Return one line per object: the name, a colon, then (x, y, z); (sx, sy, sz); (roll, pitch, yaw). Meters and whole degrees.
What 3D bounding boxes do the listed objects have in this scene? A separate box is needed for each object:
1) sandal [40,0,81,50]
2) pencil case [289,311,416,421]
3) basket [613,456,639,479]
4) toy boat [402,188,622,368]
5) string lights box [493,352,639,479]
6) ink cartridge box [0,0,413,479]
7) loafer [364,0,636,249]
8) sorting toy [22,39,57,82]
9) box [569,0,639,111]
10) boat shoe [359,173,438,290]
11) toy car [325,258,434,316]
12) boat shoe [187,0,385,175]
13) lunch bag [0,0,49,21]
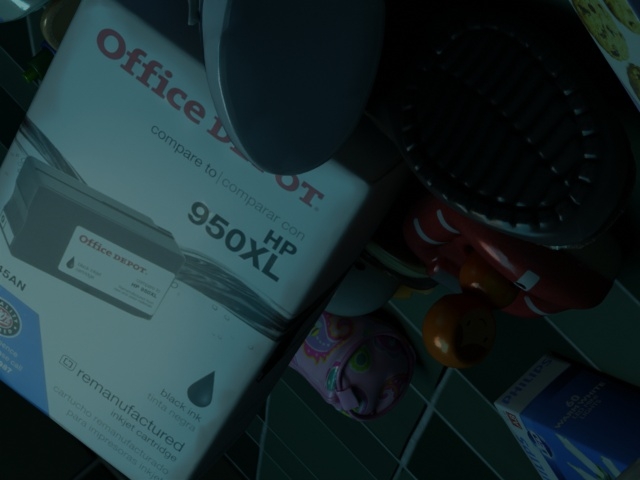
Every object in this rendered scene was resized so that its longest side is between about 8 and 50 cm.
sandal: (-0.163, -0.171, 1.657); (0.079, 0.088, 0.240); (42, -173, 22)
pencil case: (-0.015, 0.107, 2.089); (0.284, 0.124, 0.124); (30, 155, 47)
basket: (0.376, 0.168, 0.933); (0.328, 0.266, 0.331); (49, 163, 1)
toy boat: (0.134, 0.034, 1.426); (0.151, 0.151, 0.231); (32, 166, -7)
string lights box: (0.281, 0.200, 1.595); (0.133, 0.077, 0.259); (56, 163, -27)
ink cartridge box: (-0.125, -0.015, 1.537); (0.285, 0.166, 0.395); (36, 122, 7)
loafer: (0.116, -0.103, 1.306); (0.130, 0.134, 0.366); (28, -168, -42)
sorting toy: (-0.222, -0.106, 2.134); (0.365, 0.126, 0.127); (48, 164, 0)
box: (0.190, -0.150, 1.060); (0.324, 0.063, 0.067); (55, 162, -18)
boat shoe: (-0.008, -0.080, 1.650); (0.342, 0.123, 0.123); (40, 162, 9)
toy car: (0.000, 0.000, 1.765); (0.238, 0.219, 0.210); (11, 146, 8)
boat shoe: (-0.053, -0.235, 1.264); (0.156, 0.135, 0.367); (-140, 38, -60)
lunch bag: (-0.258, -0.289, 1.631); (0.108, 0.224, 0.279); (53, 164, -15)
